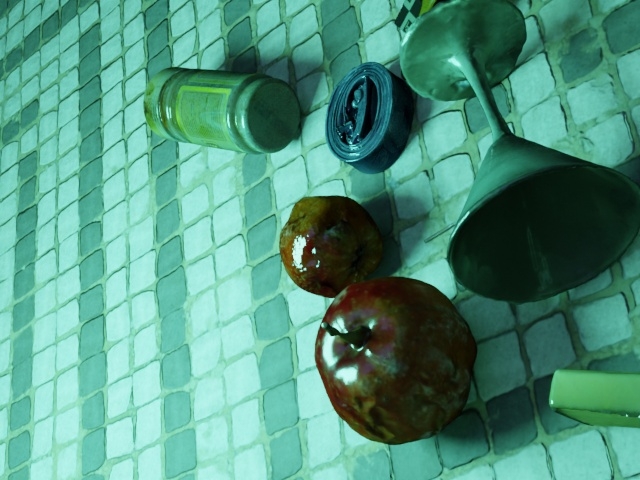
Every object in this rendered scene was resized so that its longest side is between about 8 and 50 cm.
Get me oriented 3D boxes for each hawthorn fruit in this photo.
[{"bbox_3d":[0.010,0.001,1.640,0.173,0.173,0.179,-43,48,21],"label":"hawthorn fruit"},{"bbox_3d":[0.087,0.155,1.414,0.242,0.272,0.241,-18,55,27],"label":"hawthorn fruit"}]

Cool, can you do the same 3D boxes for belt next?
[{"bbox_3d":[0.082,-0.214,1.723,0.141,0.082,0.190,-2,71,37],"label":"belt"}]

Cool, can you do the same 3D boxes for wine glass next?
[{"bbox_3d":[0.256,-0.150,1.416,0.267,0.267,0.406,-36,46,26],"label":"wine glass"}]

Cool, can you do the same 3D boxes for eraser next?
[{"bbox_3d":[0.381,0.195,1.226,0.172,0.117,0.058,-4,69,43],"label":"eraser"}]

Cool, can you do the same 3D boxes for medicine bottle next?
[{"bbox_3d":[-0.194,-0.253,1.952,0.322,0.151,0.151,14,82,46],"label":"medicine bottle"}]

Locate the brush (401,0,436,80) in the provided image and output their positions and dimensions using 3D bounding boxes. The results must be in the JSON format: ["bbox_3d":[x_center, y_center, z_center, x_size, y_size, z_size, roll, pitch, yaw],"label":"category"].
[{"bbox_3d":[0.176,-0.377,1.709,0.082,0.010,0.218,30,106,58],"label":"brush"}]

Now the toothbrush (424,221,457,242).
[{"bbox_3d":[0.200,-0.021,1.576,0.097,0.008,0.006,-34,37,29],"label":"toothbrush"}]

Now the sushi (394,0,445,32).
[{"bbox_3d":[0.226,-0.407,1.696,0.192,0.051,0.215,-64,33,23],"label":"sushi"}]
